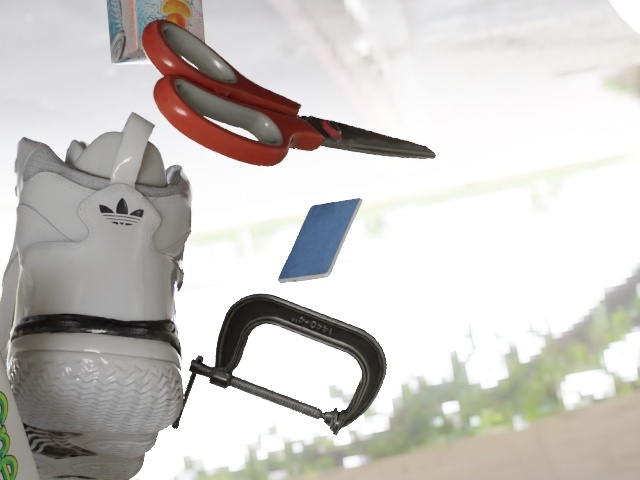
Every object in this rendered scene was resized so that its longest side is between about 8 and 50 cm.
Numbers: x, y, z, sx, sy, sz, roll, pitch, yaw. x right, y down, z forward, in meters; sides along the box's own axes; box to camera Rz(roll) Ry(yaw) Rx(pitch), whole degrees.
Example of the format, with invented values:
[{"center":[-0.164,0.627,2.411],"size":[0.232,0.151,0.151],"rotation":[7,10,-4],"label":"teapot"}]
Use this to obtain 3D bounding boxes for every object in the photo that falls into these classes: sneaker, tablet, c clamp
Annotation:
[{"center":[-0.173,0.052,1.395],"size":[0.137,0.210,0.366],"rotation":[10,160,-16],"label":"sneaker"},{"center":[0.000,0.000,1.552],"size":[0.054,0.006,0.083],"rotation":[-8,-136,38],"label":"tablet"},{"center":[-0.030,0.111,1.581],"size":[0.160,0.137,0.022],"rotation":[16,-161,5],"label":"c clamp"}]

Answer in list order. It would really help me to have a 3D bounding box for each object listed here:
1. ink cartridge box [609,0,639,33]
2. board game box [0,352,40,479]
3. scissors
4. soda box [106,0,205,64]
[{"center":[0.273,-0.186,1.115],"size":[0.198,0.197,0.270],"rotation":[-48,156,6],"label":"ink cartridge box"},{"center":[-0.233,0.211,1.122],"size":[0.053,0.305,0.193],"rotation":[14,-138,31],"label":"board game box"},{"center":[-0.003,-0.063,1.240],"size":[0.297,0.109,0.021],"rotation":[23,119,-45],"label":"scissors"},{"center":[-0.131,-0.228,1.485],"size":[0.058,0.183,0.063],"rotation":[-2,175,-25],"label":"soda box"}]
